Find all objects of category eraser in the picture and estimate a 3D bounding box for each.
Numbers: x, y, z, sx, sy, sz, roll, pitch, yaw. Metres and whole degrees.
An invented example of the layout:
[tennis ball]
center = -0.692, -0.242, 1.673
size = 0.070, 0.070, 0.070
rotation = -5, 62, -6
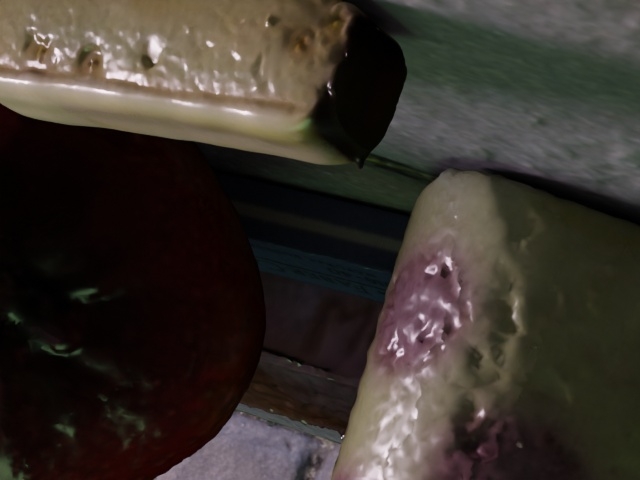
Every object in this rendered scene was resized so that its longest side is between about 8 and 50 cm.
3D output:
[eraser]
center = 0.000, 0.000, 0.961
size = 0.225, 0.036, 0.082
rotation = 14, 167, 25

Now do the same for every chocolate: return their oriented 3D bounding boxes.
[chocolate]
center = 0.076, 0.075, 1.067
size = 0.321, 0.112, 0.112
rotation = 15, 159, 26

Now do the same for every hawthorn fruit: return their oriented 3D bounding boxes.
[hawthorn fruit]
center = -0.155, 0.029, 0.902
size = 0.230, 0.210, 0.266
rotation = 36, 167, -10

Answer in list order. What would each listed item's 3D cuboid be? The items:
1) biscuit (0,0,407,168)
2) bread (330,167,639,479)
[biscuit]
center = -0.057, -0.067, 0.658
size = 0.188, 0.056, 0.052
rotation = 12, 168, 38
[bread]
center = 0.084, 0.153, 0.794
size = 0.187, 0.338, 0.155
rotation = 19, 176, 0
